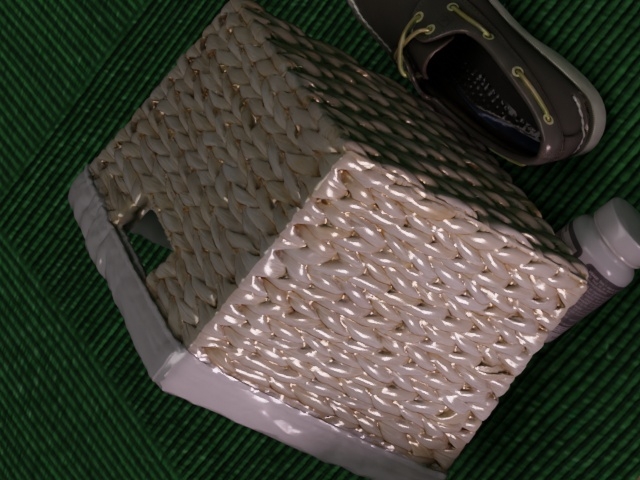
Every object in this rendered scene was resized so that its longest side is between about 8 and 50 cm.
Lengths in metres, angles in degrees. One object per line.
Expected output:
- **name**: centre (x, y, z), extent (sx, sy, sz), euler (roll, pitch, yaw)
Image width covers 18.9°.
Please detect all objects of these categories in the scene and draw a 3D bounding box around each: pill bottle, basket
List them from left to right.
- **basket**: centre (0.000, 0.000, 1.716), extent (0.266, 0.331, 0.328), euler (-53, 35, 16)
- **pill bottle**: centre (0.235, 0.026, 1.751), extent (0.137, 0.078, 0.078), euler (-39, 65, 25)

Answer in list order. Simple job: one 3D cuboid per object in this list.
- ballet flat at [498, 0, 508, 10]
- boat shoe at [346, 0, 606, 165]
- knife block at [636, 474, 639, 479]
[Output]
- **ballet flat**: centre (0.134, -0.219, 1.876), extent (0.114, 0.041, 0.041), euler (13, 92, 35)
- **boat shoe**: centre (0.128, -0.177, 1.806), extent (0.305, 0.091, 0.109), euler (40, 127, 22)
- **knife block**: centre (0.281, 0.335, 1.681), extent (0.275, 0.088, 0.242), euler (40, 108, 31)
